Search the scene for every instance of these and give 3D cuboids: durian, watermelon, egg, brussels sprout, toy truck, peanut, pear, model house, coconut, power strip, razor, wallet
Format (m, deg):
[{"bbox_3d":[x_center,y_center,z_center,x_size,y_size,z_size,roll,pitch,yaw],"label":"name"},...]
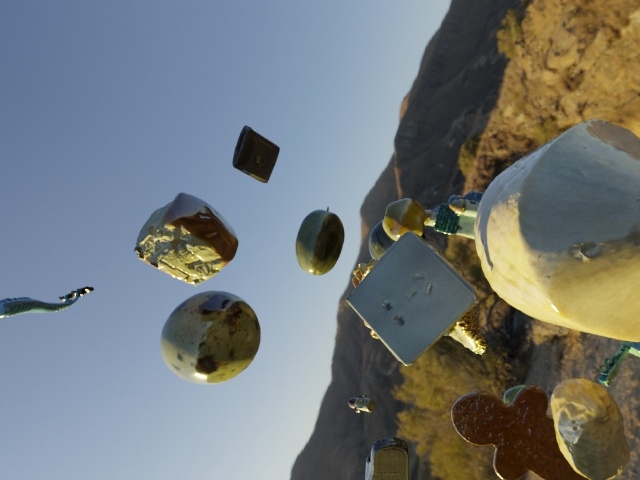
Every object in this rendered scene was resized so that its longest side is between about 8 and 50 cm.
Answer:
[{"bbox_3d":[0.295,0.158,1.225,0.172,0.306,0.167,11,-72,-41],"label":"durian"},{"bbox_3d":[0.275,0.013,1.747,0.212,0.212,0.212,20,-90,-77],"label":"watermelon"},{"bbox_3d":[-0.422,0.370,1.850,0.427,0.345,0.345,-27,11,30],"label":"egg"},{"bbox_3d":[0.691,0.565,1.682,0.149,0.122,0.152,-52,-17,-64],"label":"brussels sprout"},{"bbox_3d":[0.876,0.347,1.408,0.175,0.081,0.067,-51,-49,-6],"label":"toy truck"},{"bbox_3d":[0.599,0.421,1.099,0.313,0.152,0.152,56,-133,-34],"label":"peanut"},{"bbox_3d":[0.258,-0.056,1.542,0.104,0.141,0.141,-42,-29,-45],"label":"pear"},{"bbox_3d":[0.506,-0.102,1.868,0.253,0.290,0.185,-121,38,-70],"label":"model house"},{"bbox_3d":[0.489,-0.008,0.861,0.415,0.414,0.345,44,-118,-76],"label":"coconut"},{"bbox_3d":[0.184,0.113,0.991,0.213,0.198,0.064,-47,-24,13],"label":"power strip"},{"bbox_3d":[-0.566,0.129,1.007,0.253,0.081,0.042,27,-138,-84],"label":"razor"},{"bbox_3d":[-0.240,-0.324,1.893,0.245,0.052,0.169,21,-95,-62],"label":"wallet"}]

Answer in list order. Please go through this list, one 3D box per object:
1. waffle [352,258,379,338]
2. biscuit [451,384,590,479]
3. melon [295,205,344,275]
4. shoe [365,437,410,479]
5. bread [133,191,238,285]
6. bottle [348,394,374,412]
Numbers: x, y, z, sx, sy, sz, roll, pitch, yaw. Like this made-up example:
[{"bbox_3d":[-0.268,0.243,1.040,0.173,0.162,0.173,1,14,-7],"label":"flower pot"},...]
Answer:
[{"bbox_3d":[0.168,0.173,1.314,0.056,0.253,0.249,-20,-61,-23],"label":"waffle"},{"bbox_3d":[0.579,0.537,1.357,0.064,0.431,0.283,-8,-66,-73],"label":"biscuit"},{"bbox_3d":[0.000,0.000,1.158,0.114,0.114,0.168,33,-109,-77],"label":"melon"},{"bbox_3d":[0.162,0.538,1.172,0.093,0.107,0.241,-88,-2,-60],"label":"shoe"},{"bbox_3d":[-0.413,-0.010,1.569,0.225,0.279,0.250,-49,21,16],"label":"bread"},{"bbox_3d":[0.145,0.598,1.790,0.063,0.101,0.047,-32,-71,-47],"label":"bottle"}]
